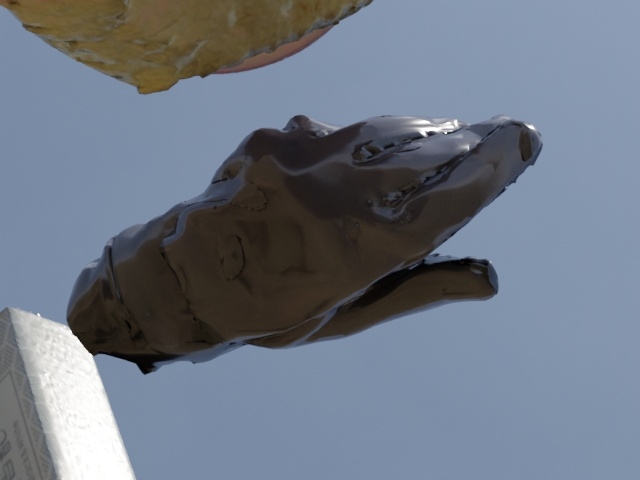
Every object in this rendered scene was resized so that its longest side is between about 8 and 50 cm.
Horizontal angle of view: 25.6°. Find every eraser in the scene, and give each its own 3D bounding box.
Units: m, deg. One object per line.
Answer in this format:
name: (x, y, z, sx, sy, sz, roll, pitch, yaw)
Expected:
eraser: (-0.206, 0.223, 1.136, 0.098, 0.404, 0.096, 26, -67, -40)

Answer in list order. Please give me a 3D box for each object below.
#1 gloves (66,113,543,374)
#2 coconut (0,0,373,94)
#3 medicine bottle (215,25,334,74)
gloves: (-0.006, 0.003, 0.795, 0.285, 0.119, 0.142, -27, -89, 5)
coconut: (-0.063, -0.192, 0.532, 0.233, 0.245, 0.233, -15, -54, -21)
medicine bottle: (-0.057, -0.246, 0.852, 0.202, 0.316, 0.202, 1, -63, 2)
